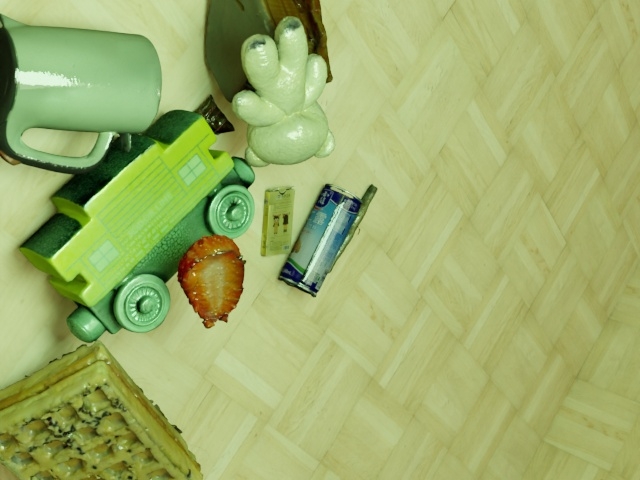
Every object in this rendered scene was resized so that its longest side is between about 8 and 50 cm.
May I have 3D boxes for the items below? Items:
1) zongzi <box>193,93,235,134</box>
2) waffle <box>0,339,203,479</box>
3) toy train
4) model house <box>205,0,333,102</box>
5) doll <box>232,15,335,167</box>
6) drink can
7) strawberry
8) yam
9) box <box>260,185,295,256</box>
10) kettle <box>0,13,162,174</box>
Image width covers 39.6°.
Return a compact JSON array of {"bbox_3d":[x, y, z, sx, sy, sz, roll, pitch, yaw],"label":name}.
[{"bbox_3d":[-0.202,-0.221,1.685,0.083,0.073,0.067,38,72,-5],"label":"zongzi"},{"bbox_3d":[-0.404,0.368,1.574,0.261,0.114,0.376,-26,128,3],"label":"waffle"},{"bbox_3d":[-0.309,-0.036,1.556,0.442,0.179,0.272,-48,125,-22],"label":"toy train"},{"bbox_3d":[-0.084,-0.388,1.663,0.229,0.220,0.199,-8,69,-49],"label":"model house"},{"bbox_3d":[-0.071,-0.265,1.571,0.175,0.149,0.278,-8,135,-3],"label":"doll"},{"bbox_3d":[0.000,0.000,1.933,0.097,0.097,0.235,33,80,-47],"label":"drink can"},{"bbox_3d":[-0.194,0.064,1.520,0.121,0.082,0.188,-20,141,-24],"label":"strawberry"},{"bbox_3d":[0.072,-0.025,2.045,0.029,0.027,0.234,36,79,-36],"label":"yam"},{"bbox_3d":[-0.090,-0.042,1.880,0.073,0.020,0.149,-8,110,-43],"label":"box"},{"bbox_3d":[-0.394,-0.223,1.387,0.255,0.165,0.240,-5,96,-45],"label":"kettle"}]
